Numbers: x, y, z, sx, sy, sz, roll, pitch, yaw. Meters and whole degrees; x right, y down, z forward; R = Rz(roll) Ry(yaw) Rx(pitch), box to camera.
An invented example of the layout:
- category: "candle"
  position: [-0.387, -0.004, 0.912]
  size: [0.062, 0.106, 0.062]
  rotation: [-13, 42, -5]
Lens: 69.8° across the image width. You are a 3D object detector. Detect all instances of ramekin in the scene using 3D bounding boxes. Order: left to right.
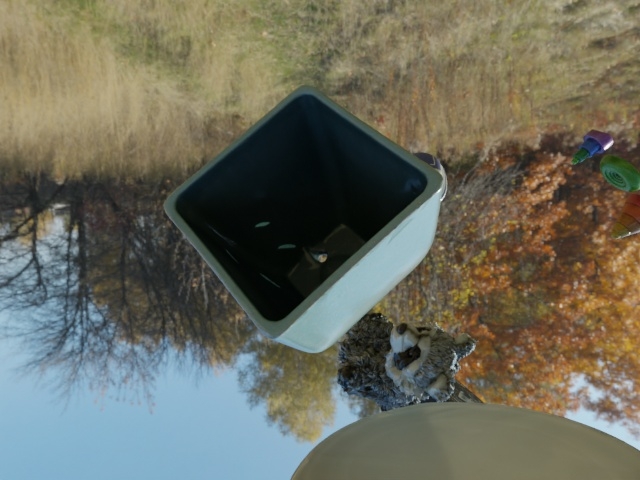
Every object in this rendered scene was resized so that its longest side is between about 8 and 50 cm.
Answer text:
- category: "ramekin"
  position: [0.113, 0.230, 0.329]
  size: [0.273, 0.127, 0.273]
  rotation: [-5, -178, 0]

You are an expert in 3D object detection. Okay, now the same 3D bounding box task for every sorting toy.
- category: "sorting toy"
  position: [0.810, -0.135, 1.283]
  size: [0.126, 0.365, 0.127]
  rotation: [-42, -161, 5]

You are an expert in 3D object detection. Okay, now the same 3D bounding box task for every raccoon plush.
- category: "raccoon plush"
  position: [0.252, 0.320, 1.094]
  size: [0.299, 0.216, 0.446]
  rotation: [2, 152, 42]

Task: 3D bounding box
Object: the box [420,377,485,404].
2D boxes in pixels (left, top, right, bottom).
- category: "box"
  position: [0.401, 0.504, 1.397]
  size: [0.156, 0.093, 0.158]
  rotation: [39, -159, 31]

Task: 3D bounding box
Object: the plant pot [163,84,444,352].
- category: "plant pot"
  position: [0.000, 0.000, 0.626]
  size: [0.248, 0.247, 0.252]
  rotation: [44, 172, 31]

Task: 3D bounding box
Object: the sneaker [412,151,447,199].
- category: "sneaker"
  position: [0.175, -0.122, 1.038]
  size: [0.128, 0.182, 0.315]
  rotation: [-4, -136, 41]
